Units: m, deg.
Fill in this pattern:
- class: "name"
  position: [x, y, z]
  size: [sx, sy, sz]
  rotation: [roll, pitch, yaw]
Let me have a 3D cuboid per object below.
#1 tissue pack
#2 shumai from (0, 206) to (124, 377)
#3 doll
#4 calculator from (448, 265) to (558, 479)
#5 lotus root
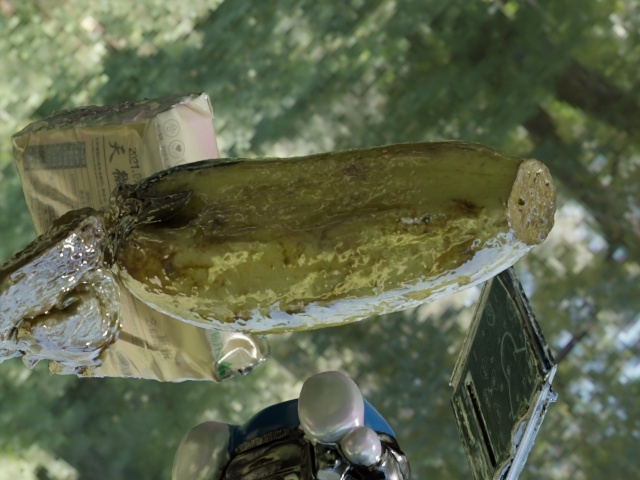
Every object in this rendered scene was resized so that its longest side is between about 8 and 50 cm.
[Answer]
- class: "tissue pack"
  position: [-0.172, 0.002, 1.446]
  size: [0.215, 0.257, 0.123]
  rotation: [-2, -160, 37]
- class: "shumai"
  position: [-0.188, 0.040, 1.094]
  size: [0.123, 0.105, 0.139]
  rotation: [-62, 175, -84]
- class: "doll"
  position: [0.002, 0.301, 1.350]
  size: [0.284, 0.240, 0.310]
  rotation: [-35, -135, 33]
- class: "calculator"
  position: [0.173, 0.143, 1.536]
  size: [0.274, 0.028, 0.166]
  rotation: [100, -22, -51]
- class: "lotus root"
  position: [0.000, 0.000, 0.865]
  size: [0.258, 0.097, 0.110]
  rotation: [-4, -133, 20]
